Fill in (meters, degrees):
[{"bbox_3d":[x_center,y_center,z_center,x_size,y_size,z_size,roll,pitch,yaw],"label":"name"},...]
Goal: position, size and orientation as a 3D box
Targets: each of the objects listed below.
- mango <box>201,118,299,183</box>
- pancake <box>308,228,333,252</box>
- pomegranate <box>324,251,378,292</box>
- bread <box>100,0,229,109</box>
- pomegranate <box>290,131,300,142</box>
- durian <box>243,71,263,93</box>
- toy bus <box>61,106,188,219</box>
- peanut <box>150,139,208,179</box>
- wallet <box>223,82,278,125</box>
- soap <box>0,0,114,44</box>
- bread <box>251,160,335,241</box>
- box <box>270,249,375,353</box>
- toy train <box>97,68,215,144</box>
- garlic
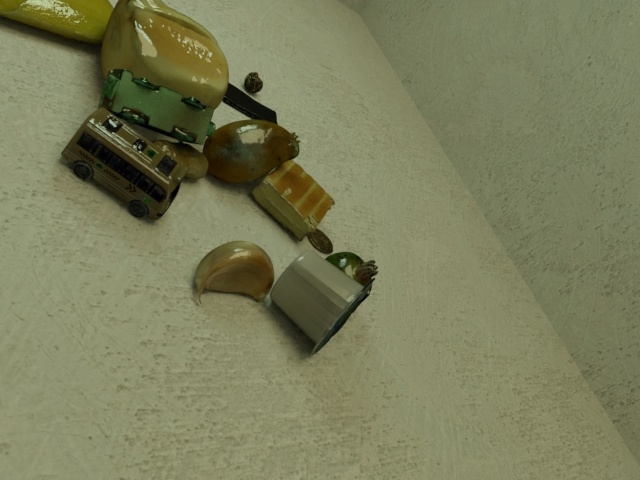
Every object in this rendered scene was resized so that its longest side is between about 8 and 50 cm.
[{"bbox_3d":[-0.216,-0.283,1.923,0.317,0.146,0.192,-14,98,-19],"label":"mango"},{"bbox_3d":[0.001,-0.001,2.086,0.115,0.011,0.114,32,34,-24],"label":"pancake"},{"bbox_3d":[0.092,0.113,1.873,0.180,0.210,0.179,28,49,-39],"label":"pomegranate"},{"bbox_3d":[-0.470,-0.530,1.880,0.376,0.253,0.347,12,52,-40],"label":"bread"},{"bbox_3d":[-0.172,-0.325,2.080,0.205,0.159,0.159,-13,59,-19],"label":"pomegranate"},{"bbox_3d":[-0.262,-0.625,2.424,0.080,0.080,0.091,36,53,-19],"label":"durian"},{"bbox_3d":[-0.486,-0.194,1.562,0.290,0.157,0.139,38,32,-14],"label":"toy bus"},{"bbox_3d":[-0.409,-0.221,1.748,0.120,0.110,0.236,48,20,24],"label":"peanut"},{"bbox_3d":[-0.268,-0.512,2.336,0.244,0.025,0.124,26,36,-29],"label":"wallet"},{"bbox_3d":[-0.794,-0.724,1.842,0.427,0.115,0.306,-3,53,-52],"label":"soap"},{"bbox_3d":[-0.088,-0.137,2.038,0.239,0.111,0.246,43,31,-3],"label":"bread"},{"bbox_3d":[-0.006,0.155,1.719,0.206,0.262,0.291,41,-9,10],"label":"box"},{"bbox_3d":[-0.441,-0.355,1.674,0.327,0.129,0.159,16,3,-43],"label":"toy train"},{"bbox_3d":[-0.226,0.082,1.617,0.245,0.146,0.164,4,82,-47],"label":"garlic"}]
